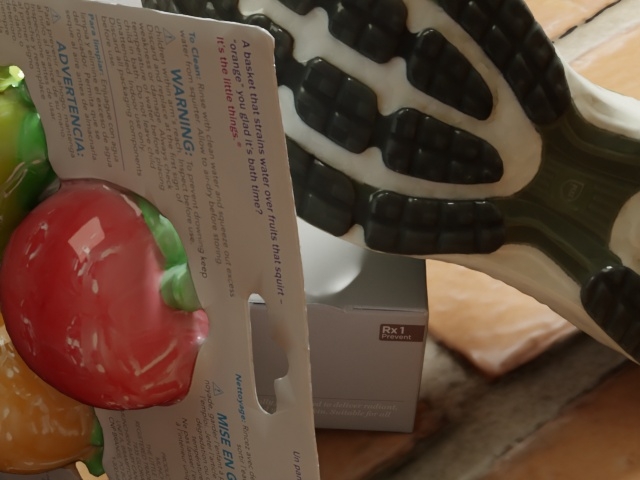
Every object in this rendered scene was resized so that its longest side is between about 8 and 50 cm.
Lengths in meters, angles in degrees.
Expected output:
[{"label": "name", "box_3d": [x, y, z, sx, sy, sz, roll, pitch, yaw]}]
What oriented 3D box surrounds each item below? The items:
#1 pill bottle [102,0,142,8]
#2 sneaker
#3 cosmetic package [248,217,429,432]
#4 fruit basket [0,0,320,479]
[{"label": "pill bottle", "box_3d": [-0.259, -0.233, 1.241, 0.216, 0.121, 0.121, 11, 45, 34]}, {"label": "sneaker", "box_3d": [0.076, -0.057, 0.737, 0.158, 0.410, 0.182, -58, 18, 4]}, {"label": "cosmetic package", "box_3d": [0.000, 0.000, 0.832, 0.127, 0.107, 0.238, 4, 41, 2]}, {"label": "fruit basket", "box_3d": [-0.130, 0.019, 0.706, 0.353, 0.327, 0.165, 12, 31, 34]}]
